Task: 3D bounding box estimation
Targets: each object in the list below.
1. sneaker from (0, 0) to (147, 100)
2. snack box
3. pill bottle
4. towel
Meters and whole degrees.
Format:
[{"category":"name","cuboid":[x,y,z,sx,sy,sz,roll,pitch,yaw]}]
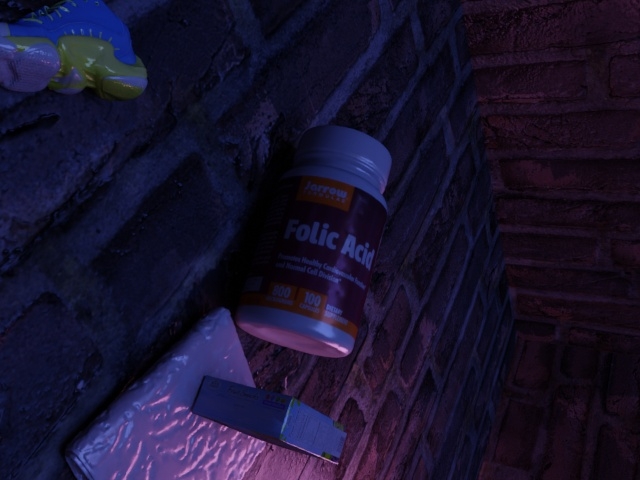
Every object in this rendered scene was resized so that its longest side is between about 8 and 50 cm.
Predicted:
[{"category":"sneaker","cuboid":[-0.321,-0.244,0.716,0.240,0.091,0.126,0,76,-58]},{"category":"snack box","cuboid":[-0.077,0.294,0.979,0.207,0.174,0.070,46,56,-52]},{"category":"pill bottle","cuboid":[0.000,0.000,1.123,0.224,0.224,0.392,42,59,-53]},{"category":"towel","cuboid":[-0.219,0.323,0.970,0.332,0.053,0.317,-47,133,-45]}]
